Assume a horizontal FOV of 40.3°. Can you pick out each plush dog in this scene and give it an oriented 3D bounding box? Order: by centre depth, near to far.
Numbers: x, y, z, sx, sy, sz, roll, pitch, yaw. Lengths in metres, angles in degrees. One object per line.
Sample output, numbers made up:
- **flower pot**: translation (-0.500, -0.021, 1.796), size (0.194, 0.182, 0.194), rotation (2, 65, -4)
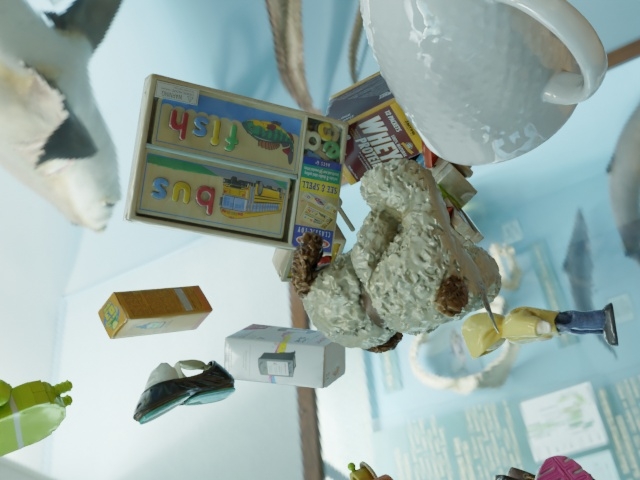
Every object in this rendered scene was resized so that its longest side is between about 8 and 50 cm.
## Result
- **plush dog**: translation (0.085, 0.063, 1.113), size (0.262, 0.225, 0.210), rotation (49, -151, -27)

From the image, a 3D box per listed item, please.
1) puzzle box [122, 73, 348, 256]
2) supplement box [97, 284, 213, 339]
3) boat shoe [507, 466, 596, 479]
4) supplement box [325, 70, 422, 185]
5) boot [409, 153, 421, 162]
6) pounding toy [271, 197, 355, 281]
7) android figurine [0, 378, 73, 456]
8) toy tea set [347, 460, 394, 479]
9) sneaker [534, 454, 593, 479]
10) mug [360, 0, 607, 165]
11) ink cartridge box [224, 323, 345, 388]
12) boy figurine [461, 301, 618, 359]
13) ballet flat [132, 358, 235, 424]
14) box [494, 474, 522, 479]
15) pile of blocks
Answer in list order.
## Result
- **puzzle box**: translation (-0.149, -0.132, 1.636), size (0.409, 0.052, 0.272), rotation (10, -96, -26)
- **supplement box**: translation (-0.340, 0.147, 1.812), size (0.233, 0.078, 0.080), rotation (-3, -127, -53)
- **boat shoe**: translation (0.554, 0.542, 1.816), size (0.123, 0.342, 0.123), rotation (78, -158, -65)
- **supplement box**: translation (0.120, -0.251, 1.844), size (0.129, 0.191, 0.194), rotation (53, -153, -27)
- **boot**: translation (0.208, -0.230, 2.099), size (0.260, 0.131, 0.348), rotation (42, 170, 7)
- **pounding toy**: translation (0.010, -0.004, 1.981), size (0.181, 0.206, 0.094), rotation (4, -147, -25)
- **android figurine**: translation (-0.521, 0.294, 1.376), size (0.056, 0.273, 0.248), rotation (57, 153, 22)
- **toy tea set**: translation (0.142, 0.673, 1.986), size (0.336, 0.124, 0.200), rotation (63, 160, 0)
- **sneaker**: translation (0.393, 0.460, 1.347), size (0.111, 0.103, 0.252), rotation (61, -165, -73)
- **mug**: translation (0.236, -0.297, 1.240), size (0.374, 0.276, 0.328), rotation (29, 166, 44)
- **ink cartridge box**: translation (-0.100, 0.332, 2.534), size (0.226, 0.306, 0.131), rotation (-16, -73, -72)
- **boy figurine**: translation (0.408, 0.168, 1.637), size (0.177, 0.285, 0.092), rotation (26, -124, -74)
- **ballet flat**: translation (-0.275, 0.282, 1.674), size (0.096, 0.095, 0.280), rotation (58, -156, 16)
- **box**: translation (0.288, 0.401, 1.310), size (0.067, 0.018, 0.083), rotation (25, -117, -29)
- **pile of blocks**: translation (0.208, -0.118, 1.625), size (0.113, 0.149, 0.362), rotation (39, -138, -35)
